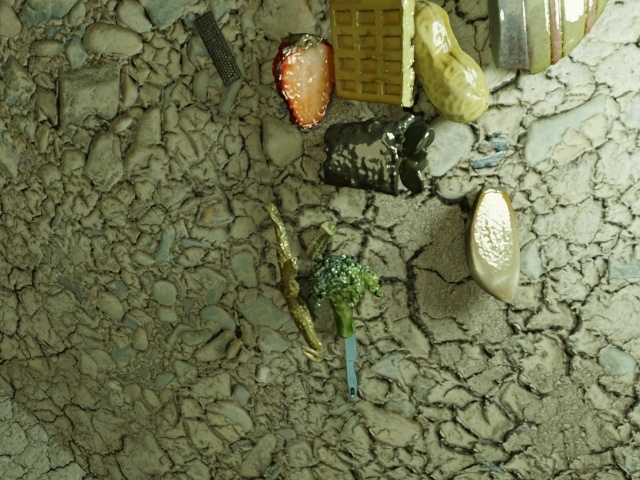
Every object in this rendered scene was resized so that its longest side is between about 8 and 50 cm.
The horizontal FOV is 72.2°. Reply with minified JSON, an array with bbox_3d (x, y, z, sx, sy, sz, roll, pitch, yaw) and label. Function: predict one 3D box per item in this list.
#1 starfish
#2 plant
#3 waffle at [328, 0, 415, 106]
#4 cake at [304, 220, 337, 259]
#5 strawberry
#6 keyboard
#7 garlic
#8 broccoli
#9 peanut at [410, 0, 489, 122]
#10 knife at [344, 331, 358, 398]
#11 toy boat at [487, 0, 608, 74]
[{"bbox_3d":[-0.082,0.119,1.256,0.083,0.324,0.431,-15,107,-4],"label":"starfish"},{"bbox_3d":[0.149,-0.220,1.132,0.276,0.188,0.198,4,104,17],"label":"plant"},{"bbox_3d":[0.121,-0.452,1.057,0.221,0.055,0.247,22,133,38],"label":"waffle"},{"bbox_3d":[0.000,0.000,1.327,0.051,0.055,0.140,35,130,2],"label":"cake"},{"bbox_3d":[-0.054,-0.423,1.164,0.111,0.190,0.236,37,135,46],"label":"strawberry"},{"bbox_3d":[-0.292,-0.543,1.249,0.064,0.010,0.198,-23,99,19],"label":"keyboard"},{"bbox_3d":[0.448,0.009,1.157,0.144,0.112,0.317,-6,99,-6],"label":"garlic"},{"bbox_3d":[0.089,0.158,1.294,0.199,0.177,0.274,-26,119,11],"label":"broccoli"},{"bbox_3d":[0.294,-0.421,1.049,0.147,0.147,0.305,-31,96,22],"label":"peanut"},{"bbox_3d":[0.099,0.376,1.419,0.045,0.019,0.312,-3,105,9],"label":"knife"},{"bbox_3d":[0.506,-0.518,0.986,0.294,0.111,0.275,4,115,4],"label":"toy boat"}]
